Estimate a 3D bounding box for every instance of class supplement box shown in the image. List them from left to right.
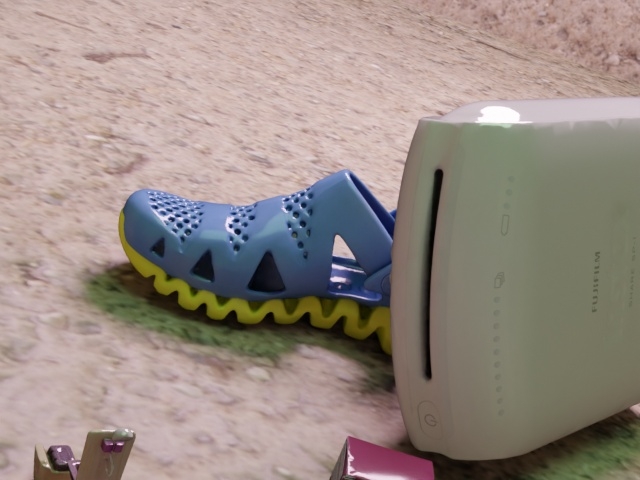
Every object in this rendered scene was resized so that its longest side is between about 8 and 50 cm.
[{"bbox_3d":[0.025,0.161,0.685,0.055,0.083,0.043,19,23,-5],"label":"supplement box"}]

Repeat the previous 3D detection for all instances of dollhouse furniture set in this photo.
[{"bbox_3d":[-0.090,0.125,0.674,0.114,0.081,0.091,6,27,-30],"label":"dollhouse furniture set"}]

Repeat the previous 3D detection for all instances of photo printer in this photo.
[{"bbox_3d":[0.166,0.020,0.905,0.107,0.256,0.308,8,11,40],"label":"photo printer"}]

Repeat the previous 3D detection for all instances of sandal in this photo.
[{"bbox_3d":[0.000,0.000,0.960,0.317,0.138,0.126,12,26,-15],"label":"sandal"}]
